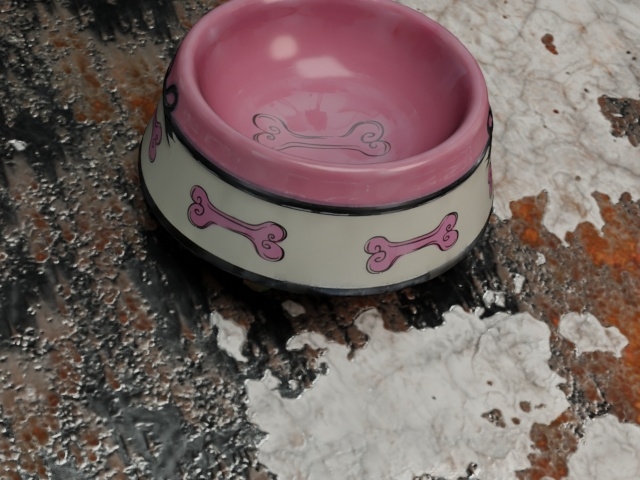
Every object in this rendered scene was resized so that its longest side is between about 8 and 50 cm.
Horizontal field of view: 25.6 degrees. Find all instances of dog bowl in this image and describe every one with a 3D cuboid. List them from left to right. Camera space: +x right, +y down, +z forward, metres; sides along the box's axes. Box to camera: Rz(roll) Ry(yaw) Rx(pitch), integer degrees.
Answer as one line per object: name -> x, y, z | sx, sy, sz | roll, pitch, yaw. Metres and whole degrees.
dog bowl -> 0.006, -0.131, 1.562 | 0.408, 0.150, 0.408 | 5, 43, -5

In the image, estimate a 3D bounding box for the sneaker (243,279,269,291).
sneaker -> 0.000, 0.000, 1.581 | 0.086, 0.064, 0.192 | 30, 53, 14
